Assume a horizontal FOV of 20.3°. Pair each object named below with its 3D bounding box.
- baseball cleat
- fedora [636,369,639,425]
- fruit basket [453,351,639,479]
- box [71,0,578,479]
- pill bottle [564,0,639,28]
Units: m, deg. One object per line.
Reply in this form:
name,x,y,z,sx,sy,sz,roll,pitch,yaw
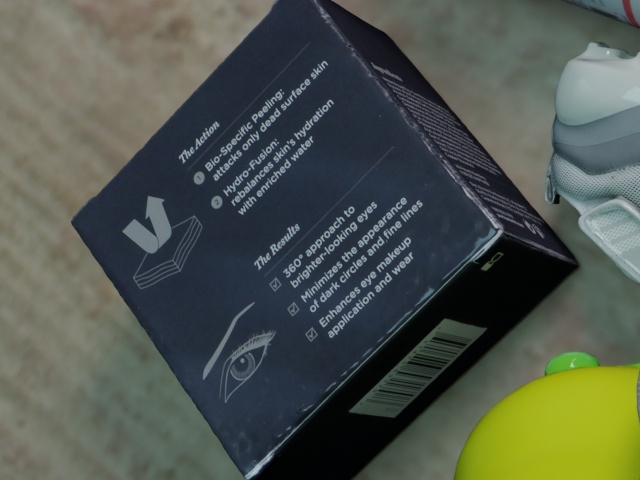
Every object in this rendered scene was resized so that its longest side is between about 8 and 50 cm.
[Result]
baseball cleat,0.188,-0.021,0.721,0.206,0.072,0.109,14,102,36
fedora,0.228,0.040,0.557,0.244,0.275,0.124,9,108,-2
fruit basket,0.112,0.224,0.623,0.392,0.392,0.283,0,115,30
box,0.000,0.000,0.799,0.156,0.093,0.158,-45,64,16
pill bottle,0.099,-0.153,0.775,0.160,0.087,0.087,25,94,31
